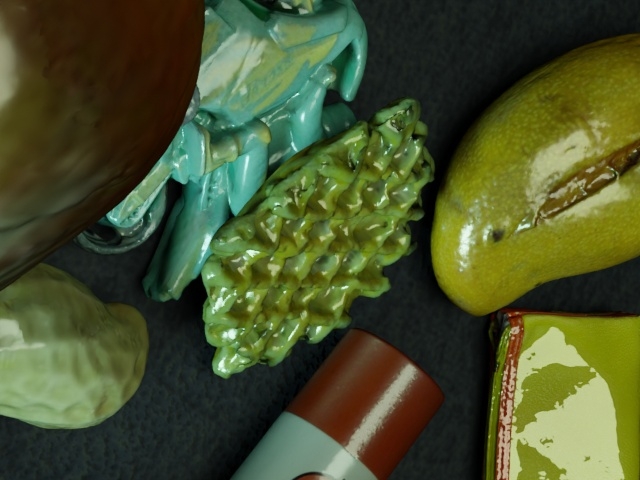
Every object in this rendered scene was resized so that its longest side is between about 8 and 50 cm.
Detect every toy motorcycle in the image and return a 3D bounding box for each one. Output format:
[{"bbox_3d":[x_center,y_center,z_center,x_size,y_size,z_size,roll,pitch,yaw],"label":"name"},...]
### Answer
[{"bbox_3d":[-0.063,-0.097,1.230,0.296,0.109,0.198,-53,128,-6],"label":"toy motorcycle"}]

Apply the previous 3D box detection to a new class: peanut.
[{"bbox_3d":[-0.252,0.074,1.134,0.298,0.120,0.136,2,118,-29],"label":"peanut"}]

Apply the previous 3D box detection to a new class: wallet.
[{"bbox_3d":[0.194,0.176,1.414,0.141,0.067,0.241,4,89,-23],"label":"wallet"}]

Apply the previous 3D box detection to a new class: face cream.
[{"bbox_3d":[-0.005,0.176,1.285,0.096,0.096,0.214,45,75,-24],"label":"face cream"}]

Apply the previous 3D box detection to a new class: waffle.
[{"bbox_3d":[-0.002,-0.001,1.245,0.223,0.054,0.204,-37,149,-21],"label":"waffle"}]

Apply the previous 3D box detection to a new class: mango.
[{"bbox_3d":[0.213,-0.058,1.359,0.295,0.120,0.177,-35,108,-20],"label":"mango"}]

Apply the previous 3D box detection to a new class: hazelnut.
[{"bbox_3d":[-0.231,-0.115,0.992,0.315,0.372,0.372,35,79,-31],"label":"hazelnut"}]
